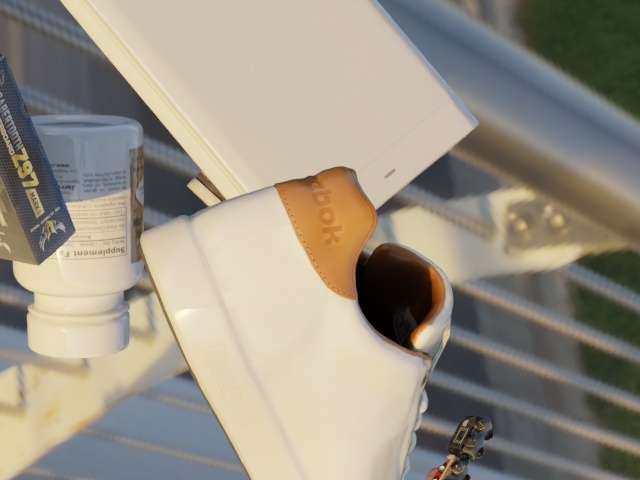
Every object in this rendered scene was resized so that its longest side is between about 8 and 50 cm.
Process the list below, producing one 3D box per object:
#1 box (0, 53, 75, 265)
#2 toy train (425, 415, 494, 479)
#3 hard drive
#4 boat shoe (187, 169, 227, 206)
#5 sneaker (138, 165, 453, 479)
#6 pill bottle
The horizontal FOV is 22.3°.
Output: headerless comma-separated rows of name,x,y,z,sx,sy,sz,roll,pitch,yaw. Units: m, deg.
box,-0.339,-0.080,1.418,0.059,0.232,0.183,-46,132,-38
toy train,0.115,0.226,1.519,0.158,0.036,0.027,-57,138,-31
hard drive,-0.047,-0.149,1.203,0.203,0.040,0.307,-39,89,-33
boat shoe,-0.034,-0.012,1.593,0.206,0.065,0.075,39,-4,4
sneaker,0.020,0.082,0.773,0.290,0.123,0.106,68,-5,-48
pill bottle,-0.241,-0.006,1.618,0.131,0.131,0.229,-15,110,-55
